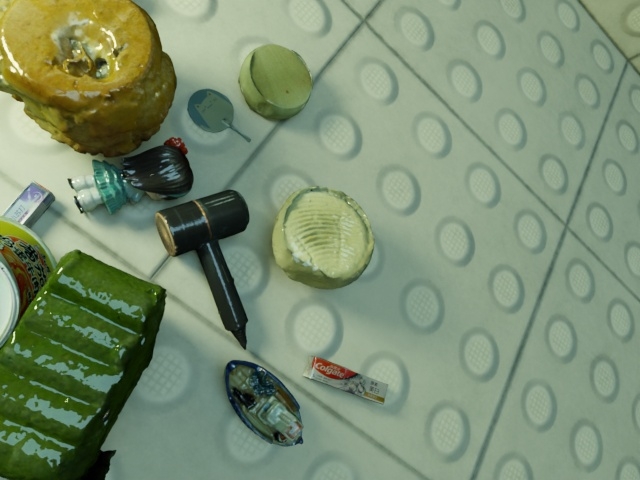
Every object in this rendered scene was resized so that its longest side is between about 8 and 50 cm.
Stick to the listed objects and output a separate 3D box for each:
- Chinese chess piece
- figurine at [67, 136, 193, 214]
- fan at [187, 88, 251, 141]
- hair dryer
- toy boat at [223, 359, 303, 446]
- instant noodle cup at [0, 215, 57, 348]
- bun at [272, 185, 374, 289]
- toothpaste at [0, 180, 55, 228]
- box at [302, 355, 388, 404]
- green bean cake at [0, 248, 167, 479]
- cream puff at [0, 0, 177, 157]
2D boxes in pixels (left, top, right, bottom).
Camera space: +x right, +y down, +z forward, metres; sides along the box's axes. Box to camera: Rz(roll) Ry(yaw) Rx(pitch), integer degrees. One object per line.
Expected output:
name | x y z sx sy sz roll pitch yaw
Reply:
Chinese chess piece | -0.115 -0.405 1.147 0.188 0.083 0.189 7 75 -28
figurine | -0.391 -0.136 0.939 0.245 0.110 0.138 -18 84 -20
fan | -0.243 -0.301 1.101 0.175 0.005 0.113 37 66 -15
hair dryer | -0.212 0.073 0.998 0.189 0.107 0.352 -24 98 -30
toy boat | -0.115 0.354 0.960 0.262 0.115 0.114 49 63 -9
instant noodle cup | -0.575 0.087 0.714 0.264 0.200 0.265 -2 95 -24
bun | 0.000 0.000 1.073 0.259 0.152 0.259 11 62 -21
toothpaste | -0.592 -0.023 0.852 0.047 0.040 0.196 34 67 -14
box | 0.065 0.343 1.093 0.218 0.039 0.055 27 70 -19
green bean cake | -0.385 0.204 0.738 0.218 0.335 0.319 28 72 -17
cream puff | -0.460 -0.323 0.872 0.342 0.231 0.327 -2 77 -22
